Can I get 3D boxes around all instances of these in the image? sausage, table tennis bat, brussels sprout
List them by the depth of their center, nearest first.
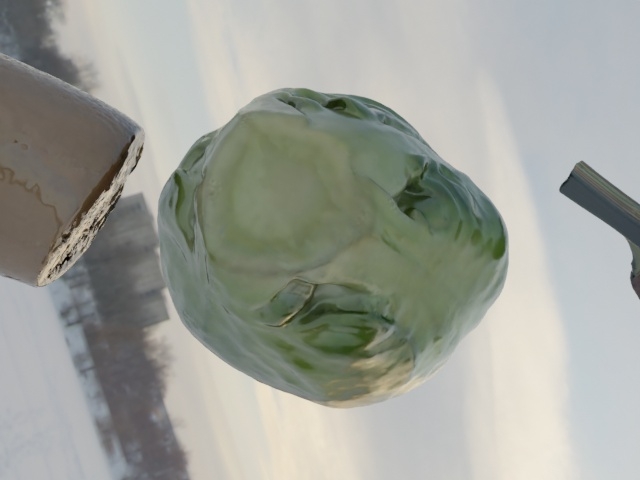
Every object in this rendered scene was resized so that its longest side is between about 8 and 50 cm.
[{"bbox_3d":[-0.228,-0.063,0.558,0.123,0.253,0.123,-58,-162,32],"label":"sausage"},{"bbox_3d":[0.000,0.000,0.670,0.219,0.210,0.271,41,-3,19],"label":"brussels sprout"},{"bbox_3d":[0.267,0.018,0.724,0.220,0.019,0.130,37,-34,6],"label":"table tennis bat"}]
